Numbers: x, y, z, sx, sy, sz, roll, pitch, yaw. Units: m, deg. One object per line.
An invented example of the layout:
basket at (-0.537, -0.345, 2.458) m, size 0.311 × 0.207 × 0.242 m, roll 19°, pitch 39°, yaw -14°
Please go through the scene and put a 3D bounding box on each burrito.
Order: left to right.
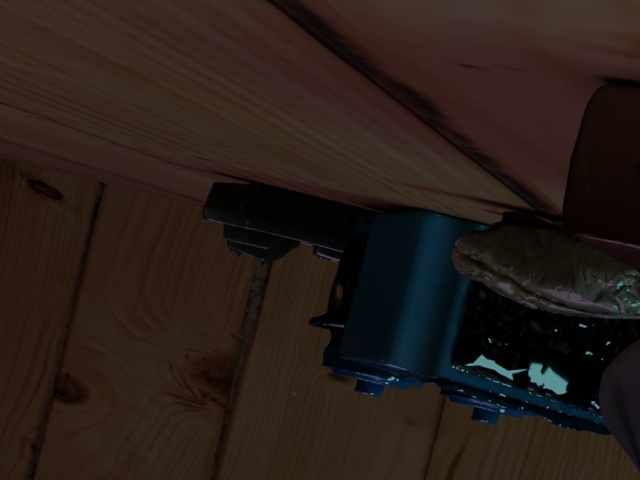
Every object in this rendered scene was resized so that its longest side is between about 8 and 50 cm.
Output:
burrito at (0.197, 0.019, 0.759) m, size 0.230 × 0.063 × 0.058 m, roll 5°, pitch 135°, yaw 27°

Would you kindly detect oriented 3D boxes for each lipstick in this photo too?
lipstick at (0.119, -0.008, 0.369) m, size 0.045 × 0.045 × 0.145 m, roll 11°, pitch 177°, yaw 30°

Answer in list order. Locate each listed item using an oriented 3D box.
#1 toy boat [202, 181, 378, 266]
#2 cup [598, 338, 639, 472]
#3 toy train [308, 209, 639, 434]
toy boat at (0.000, 0.000, 1.276) m, size 0.261 × 0.085 × 0.078 m, roll 14°, pitch 178°, yaw -6°
cup at (0.262, 0.141, 0.395) m, size 0.347 × 0.163 × 0.347 m, roll 10°, pitch 159°, yaw 4°
toy train at (0.153, 0.079, 1.134) m, size 0.300 × 0.188 × 0.265 m, roll 18°, pitch 173°, yaw -23°
